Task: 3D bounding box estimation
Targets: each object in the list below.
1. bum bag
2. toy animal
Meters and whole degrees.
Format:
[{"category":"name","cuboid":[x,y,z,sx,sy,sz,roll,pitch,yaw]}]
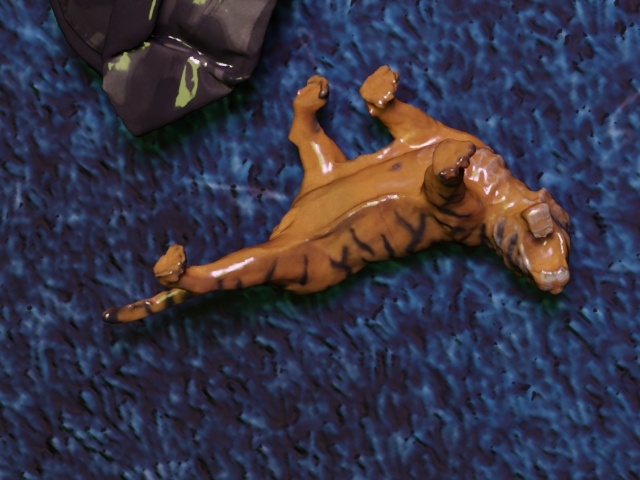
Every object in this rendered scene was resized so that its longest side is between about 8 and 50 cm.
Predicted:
[{"category":"bum bag","cuboid":[-0.141,-0.218,1.067,0.144,0.095,0.340,-42,78,17]},{"category":"toy animal","cuboid":[0.001,-0.006,1.057,0.255,0.114,0.116,-19,131,15]}]
